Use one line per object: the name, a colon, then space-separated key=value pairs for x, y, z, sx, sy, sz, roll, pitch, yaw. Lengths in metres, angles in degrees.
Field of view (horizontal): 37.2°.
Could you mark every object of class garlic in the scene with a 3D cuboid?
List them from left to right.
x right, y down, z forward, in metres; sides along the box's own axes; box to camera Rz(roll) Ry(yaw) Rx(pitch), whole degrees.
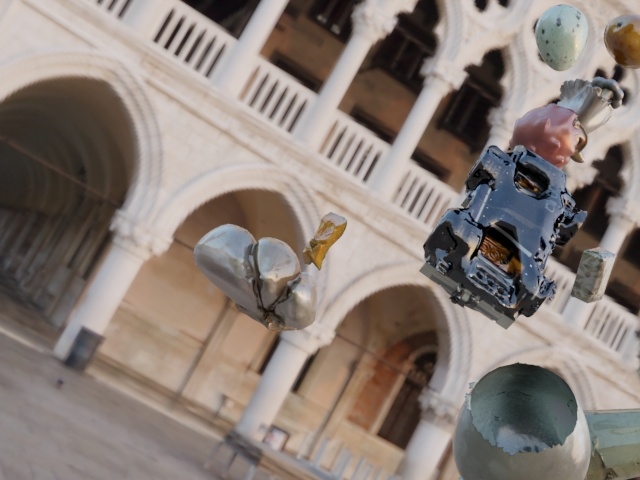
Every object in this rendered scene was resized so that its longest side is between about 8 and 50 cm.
garlic: x=-0.125 y=0.071 z=1.896 sx=0.279 sy=0.132 sz=0.325 roll=23 pitch=-23 yaw=12

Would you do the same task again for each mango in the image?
mango: x=0.616 y=-0.395 z=1.892 sx=0.115 sy=0.089 sz=0.165 roll=45 pitch=8 yaw=2

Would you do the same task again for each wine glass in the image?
wine glass: x=0.333 y=0.362 z=1.604 sx=0.238 sy=0.238 sz=0.323 roll=24 pitch=-37 yaw=28

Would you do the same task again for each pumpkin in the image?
pumpkin: x=0.000 y=-0.002 z=1.543 sx=0.035 sy=0.101 sz=0.073 roll=28 pitch=4 yaw=-18

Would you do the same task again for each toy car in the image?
toy car: x=0.276 y=-0.014 z=1.404 sx=0.193 sy=0.301 sz=0.118 roll=33 pitch=-39 yaw=3

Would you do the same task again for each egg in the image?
egg: x=0.592 y=-0.496 z=2.332 sx=0.131 sy=0.164 sz=0.131 roll=0 pitch=1 yaw=0

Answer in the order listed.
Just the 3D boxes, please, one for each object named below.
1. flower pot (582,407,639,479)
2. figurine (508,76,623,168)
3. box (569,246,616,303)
flower pot: x=0.705 y=0.483 z=2.229 sx=0.202 sy=0.212 sz=0.212 roll=-9 pitch=-22 yaw=18
figurine: x=0.520 y=-0.232 z=2.070 sx=0.166 sy=0.387 sz=0.207 roll=53 pitch=-32 yaw=-5
box: x=0.502 y=0.064 z=1.752 sx=0.045 sy=0.098 sz=0.062 roll=27 pitch=23 yaw=39
